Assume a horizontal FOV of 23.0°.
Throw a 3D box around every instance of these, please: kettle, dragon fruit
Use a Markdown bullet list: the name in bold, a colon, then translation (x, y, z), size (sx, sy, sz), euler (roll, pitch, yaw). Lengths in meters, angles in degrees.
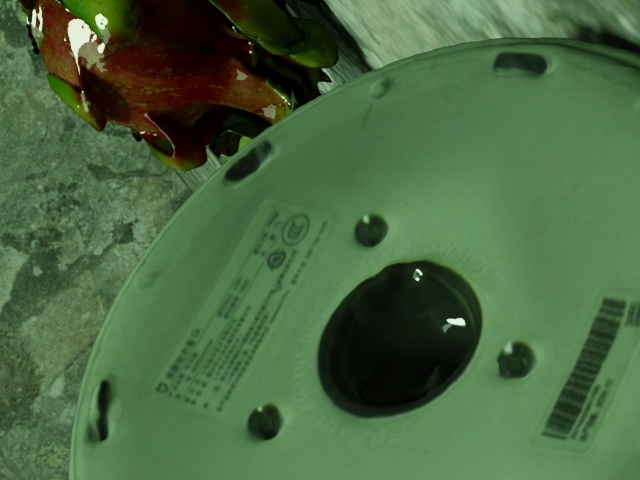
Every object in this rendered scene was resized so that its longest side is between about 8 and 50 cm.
- **kettle**: translation (0.115, 0.107, 0.494), size (0.318, 0.265, 0.205), euler (54, -155, -40)
- **dragon fruit**: translation (-0.058, -0.104, 0.769), size (0.175, 0.138, 0.142), euler (26, -170, 21)

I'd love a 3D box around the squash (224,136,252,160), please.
- **squash**: translation (0.000, 0.000, 1.278), size (0.252, 0.049, 0.252), euler (50, 175, 5)
